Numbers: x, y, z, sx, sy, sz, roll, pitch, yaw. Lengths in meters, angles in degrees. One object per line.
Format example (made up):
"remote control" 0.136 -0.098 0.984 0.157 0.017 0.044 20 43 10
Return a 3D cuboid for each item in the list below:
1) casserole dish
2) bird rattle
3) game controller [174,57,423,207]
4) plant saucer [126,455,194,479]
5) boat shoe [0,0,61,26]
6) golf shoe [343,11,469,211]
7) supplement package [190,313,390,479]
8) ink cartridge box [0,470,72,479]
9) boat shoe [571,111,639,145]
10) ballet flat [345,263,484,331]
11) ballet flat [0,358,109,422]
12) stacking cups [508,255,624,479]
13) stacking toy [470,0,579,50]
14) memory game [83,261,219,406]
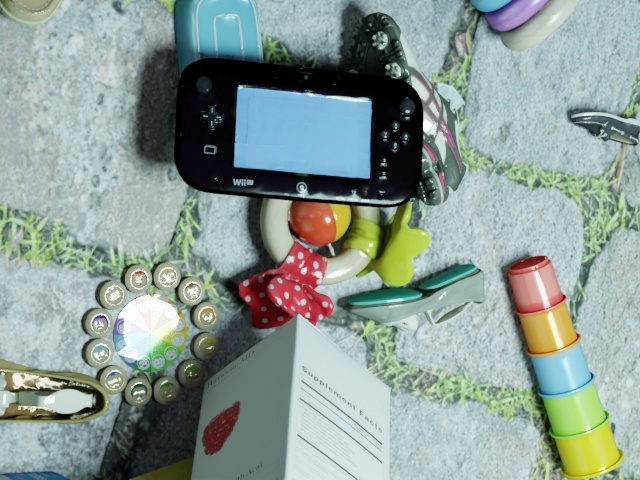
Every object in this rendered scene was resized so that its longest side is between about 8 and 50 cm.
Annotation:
"casserole dish" -0.121 -0.237 1.938 0.114 0.037 0.188 -8 98 -27
"bird rattle" 0.000 0.000 1.996 0.254 0.143 0.207 -22 92 -12
"game controller" -0.024 -0.130 1.905 0.319 0.067 0.166 4 75 -17
"plant saucer" -0.176 0.446 1.843 0.333 0.081 0.332 -11 100 -56
"boat shoe" -0.308 -0.399 1.792 0.109 0.098 0.302 17 85 -28
"golf shoe" 0.116 -0.178 2.047 0.120 0.105 0.272 -32 111 -44
"supplement package" -0.036 0.270 1.851 0.177 0.293 0.175 -37 117 26
"ink cartridge box" -0.434 0.389 1.758 0.307 0.129 0.223 1 93 -28
"boat shoe" 0.412 -0.161 2.221 0.125 0.046 0.038 7 85 -36
"ballet flat" 0.134 0.088 2.074 0.213 0.072 0.068 -15 105 -27
"ballet flat" -0.358 0.179 1.817 0.232 0.073 0.080 3 91 -28
"stacking cups" 0.339 0.178 2.173 0.096 0.096 0.316 -26 105 -24
"stacking toy" 0.196 -0.409 2.056 0.330 0.141 0.141 42 74 -16
"memory game" -0.209 0.117 1.926 0.186 0.012 0.186 -2 94 -27
